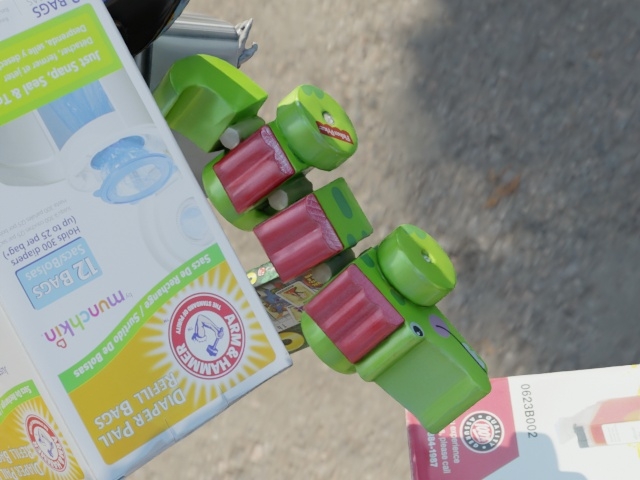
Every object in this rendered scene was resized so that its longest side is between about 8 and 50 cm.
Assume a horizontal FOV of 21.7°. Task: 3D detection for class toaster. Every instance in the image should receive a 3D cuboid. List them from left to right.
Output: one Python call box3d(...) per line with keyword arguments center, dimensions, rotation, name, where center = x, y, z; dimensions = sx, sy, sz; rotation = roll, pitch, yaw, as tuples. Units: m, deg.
box3d(center=(-0.165, -0.127, 1.432), dimensions=(0.110, 0.168, 0.185), rotation=(-4, 103, -41), name="toaster")

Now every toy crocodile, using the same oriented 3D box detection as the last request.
box3d(center=(0.000, 0.000, 1.253), dimensions=(0.340, 0.115, 0.105), rotation=(54, 28, 1), name="toy crocodile")

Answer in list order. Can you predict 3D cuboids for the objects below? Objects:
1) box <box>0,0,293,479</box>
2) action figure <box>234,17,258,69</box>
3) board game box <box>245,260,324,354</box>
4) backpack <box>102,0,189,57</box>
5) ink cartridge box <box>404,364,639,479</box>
box3d(center=(-0.121, 0.001, 0.736), dimensions=(0.114, 0.103, 0.203), rotation=(-30, 96, -33), name="box")
box3d(center=(-0.161, -0.239, 2.006), dimensions=(0.164, 0.275, 0.141), rotation=(30, 89, 0), name="action figure")
box3d(center=(-0.088, 0.091, 1.734), dimensions=(0.260, 0.136, 0.030), rotation=(-24, 54, 19), name="board game box")
box3d(center=(-0.157, -0.181, 1.160), dimensions=(0.158, 0.173, 0.117), rotation=(-41, 88, -26), name="backpack")
box3d(center=(0.273, 0.252, 1.384), dimensions=(0.385, 0.160, 0.279), rotation=(-6, 46, 3), name="ink cartridge box")
